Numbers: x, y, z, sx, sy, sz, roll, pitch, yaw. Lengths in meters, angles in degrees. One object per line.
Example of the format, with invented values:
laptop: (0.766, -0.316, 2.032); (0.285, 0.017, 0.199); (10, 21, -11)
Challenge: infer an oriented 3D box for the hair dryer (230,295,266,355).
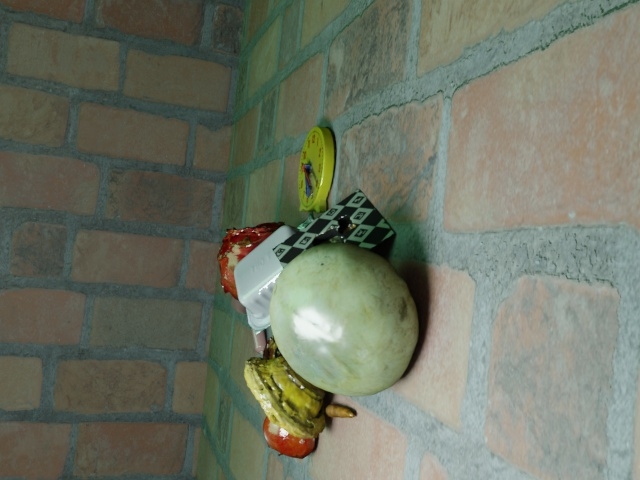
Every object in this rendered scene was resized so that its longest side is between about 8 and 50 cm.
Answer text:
hair dryer: (-0.280, 0.315, 2.557); (0.210, 0.125, 0.353); (122, 142, -53)

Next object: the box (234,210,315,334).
box: (-0.136, 0.082, 1.831); (0.336, 0.106, 0.264); (-39, 42, 18)

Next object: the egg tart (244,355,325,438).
egg tart: (-0.080, 0.414, 1.717); (0.123, 0.294, 0.294); (-44, 28, 6)

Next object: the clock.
clock: (-0.029, -0.231, 2.035); (0.277, 0.071, 0.294); (173, 103, -71)

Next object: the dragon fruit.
dragon fruit: (-0.210, 0.075, 2.130); (0.295, 0.295, 0.302); (-129, 47, -64)

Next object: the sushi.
sushi: (0.036, 0.016, 1.606); (0.059, 0.294, 0.292); (56, -179, -30)

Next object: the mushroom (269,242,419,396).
mushroom: (0.056, 0.174, 1.366); (0.260, 0.352, 0.352); (-37, -28, -52)

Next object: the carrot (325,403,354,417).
carrot: (0.052, 0.454, 1.644); (0.165, 0.035, 0.036); (150, 123, -67)

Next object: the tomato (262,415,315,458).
tomato: (-0.090, 0.561, 1.846); (0.167, 0.167, 0.168); (-174, 90, -71)

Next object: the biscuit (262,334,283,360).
biscuit: (-0.115, 0.457, 2.067); (0.334, 0.081, 0.290); (-111, 33, -46)
